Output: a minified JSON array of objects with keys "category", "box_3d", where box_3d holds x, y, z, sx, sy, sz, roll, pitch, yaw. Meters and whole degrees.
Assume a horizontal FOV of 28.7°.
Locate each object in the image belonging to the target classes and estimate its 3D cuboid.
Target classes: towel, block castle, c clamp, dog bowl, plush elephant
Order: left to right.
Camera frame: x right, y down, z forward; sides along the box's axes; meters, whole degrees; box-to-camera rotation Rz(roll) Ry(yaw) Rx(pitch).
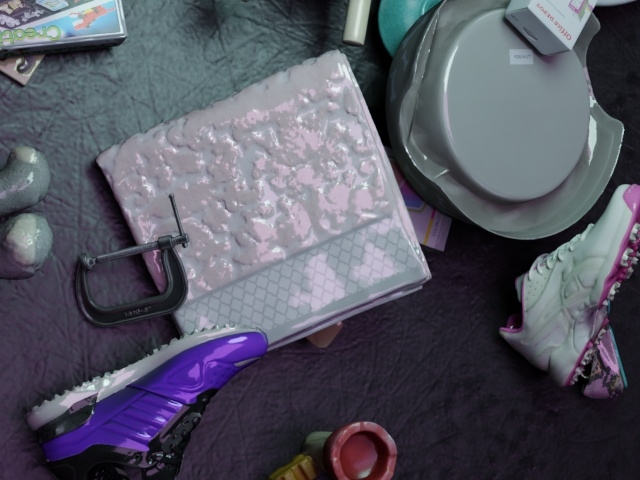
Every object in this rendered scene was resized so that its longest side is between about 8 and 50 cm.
[{"category":"plush elephant","box_3d":[-0.466,-0.093,1.338,0.330,0.272,0.255,-13,116,1]},{"category":"c clamp","box_3d":[-0.228,0.032,1.517,0.161,0.022,0.137,-19,98,6]},{"category":"towel","box_3d":[-0.065,-0.030,1.546,0.332,0.053,0.317,-23,93,-1]},{"category":"block castle","box_3d":[0.050,0.475,1.510,0.303,0.213,0.453,-35,98,-21]},{"category":"dog bowl","box_3d":[0.237,-0.175,1.639,0.349,0.102,0.348,0,89,-31]}]

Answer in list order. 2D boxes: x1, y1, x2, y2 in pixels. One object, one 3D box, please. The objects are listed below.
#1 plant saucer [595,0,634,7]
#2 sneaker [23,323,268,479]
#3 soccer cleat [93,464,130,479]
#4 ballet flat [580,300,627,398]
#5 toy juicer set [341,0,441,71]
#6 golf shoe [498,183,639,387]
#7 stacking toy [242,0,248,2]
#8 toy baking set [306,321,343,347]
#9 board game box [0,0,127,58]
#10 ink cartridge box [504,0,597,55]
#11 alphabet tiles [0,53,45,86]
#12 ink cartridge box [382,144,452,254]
[{"category":"plant saucer","box_3d":[0.361,-0.521,1.801,0.400,0.100,0.400,3,82,-21]},{"category":"sneaker","box_3d":[-0.181,0.206,1.454,0.293,0.102,0.146,-24,78,-6]},{"category":"soccer cleat","box_3d":[-0.245,0.300,1.487,0.060,0.072,0.179,-36,98,-21]},{"category":"ballet flat","box_3d":[0.375,0.115,1.759,0.079,0.077,0.221,-9,88,-3]},{"category":"toy juicer set","box_3d":[0.121,-0.265,1.684,0.329,0.089,0.209,35,73,-26]},{"category":"golf shoe","box_3d":[0.331,0.049,1.648,0.140,0.306,0.115,29,30,20]},{"category":"stacking toy","box_3d":[-0.035,-0.448,1.588,0.309,0.130,0.279,-19,91,-9]},{"category":"toy baking set","box_3d":[0.006,-0.004,1.596,0.197,0.030,0.256,-23,93,4]},{"category":"board game box","box_3d":[-0.399,-0.315,1.492,0.305,0.053,0.193,-9,87,-22]},{"category":"ink cartridge box","box_3d":[0.301,-0.310,1.590,0.088,0.052,0.122,38,73,-25]},{"category":"alphabet tiles","box_3d":[-0.461,-0.349,1.506,0.342,0.011,0.285,33,73,-15]},{"category":"ink cartridge box","box_3d":[0.076,-0.066,1.659,0.209,0.062,0.109,20,78,-18]}]
